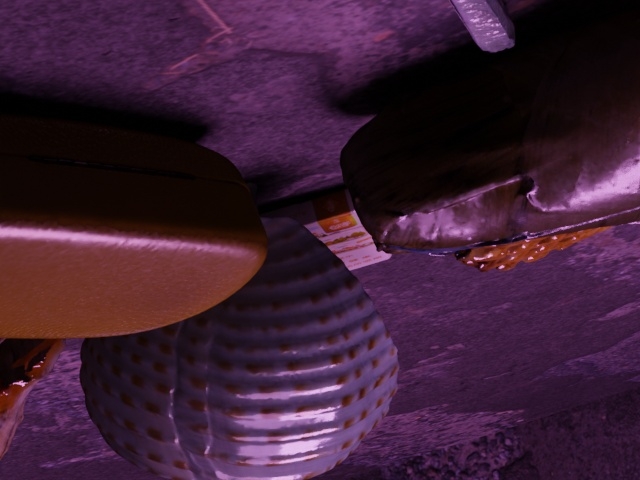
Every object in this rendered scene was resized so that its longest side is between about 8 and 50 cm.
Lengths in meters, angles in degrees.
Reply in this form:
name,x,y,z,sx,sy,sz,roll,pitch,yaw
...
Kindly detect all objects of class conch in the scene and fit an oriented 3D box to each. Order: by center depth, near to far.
name,x,y,z,sx,sy,sz,roll,pitch,yaw
conch,-0.091,0.124,1.689,0.303,0.215,0.319,24,143,13
conch,-0.345,0.107,1.690,0.291,0.159,0.210,-55,162,-12

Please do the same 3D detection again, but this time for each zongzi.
name,x,y,z,sx,sy,sz,roll,pitch,yaw
zongzi,0.179,-0.097,1.384,0.323,0.160,0.360,-14,168,-3

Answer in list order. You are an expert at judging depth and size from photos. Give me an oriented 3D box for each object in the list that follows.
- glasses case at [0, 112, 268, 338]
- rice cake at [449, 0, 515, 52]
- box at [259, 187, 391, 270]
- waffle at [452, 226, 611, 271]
name,x,y,z,sx,sy,sz,roll,pitch,yaw
glasses case,-0.214,-0.015,1.383,0.173,0.141,0.371,-41,153,30
rice cake,0.108,-0.181,1.281,0.033,0.033,0.207,-16,164,13
box,0.000,-0.001,1.821,0.122,0.032,0.220,-16,164,7
waffle,0.260,-0.029,1.930,0.237,0.059,0.243,-27,163,29
